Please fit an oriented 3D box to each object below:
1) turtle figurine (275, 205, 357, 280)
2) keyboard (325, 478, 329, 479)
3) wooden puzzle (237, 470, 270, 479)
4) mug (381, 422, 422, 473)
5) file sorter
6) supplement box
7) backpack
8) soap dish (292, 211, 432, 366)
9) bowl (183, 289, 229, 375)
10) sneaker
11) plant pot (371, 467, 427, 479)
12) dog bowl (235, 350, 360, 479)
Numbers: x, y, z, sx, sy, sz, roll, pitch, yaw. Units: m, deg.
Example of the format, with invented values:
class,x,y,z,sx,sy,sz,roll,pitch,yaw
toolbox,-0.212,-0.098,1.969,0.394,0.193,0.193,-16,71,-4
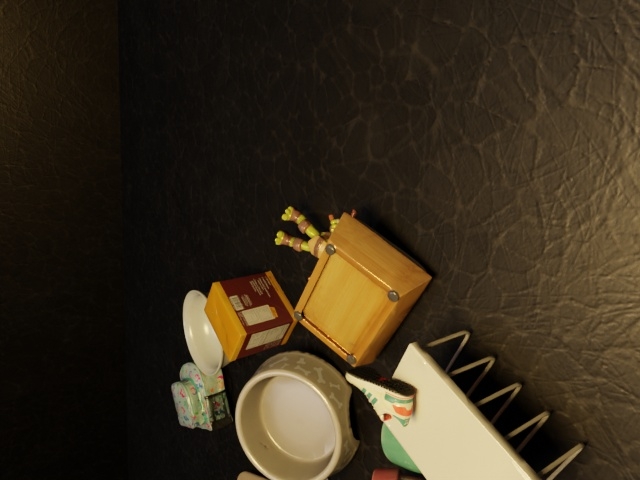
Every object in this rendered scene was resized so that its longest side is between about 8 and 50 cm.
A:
class,x,y,z,sx,sy,sz,roll,pitch,yaw
turtle figurine,0.000,0.000,1.235,0.217,0.087,0.270,33,128,24
keyboard,0.002,0.772,1.456,0.317,0.033,0.202,54,136,32
wooden puzzle,-0.158,0.972,1.681,0.322,0.080,0.348,-18,79,53
mug,0.213,0.408,1.029,0.097,0.157,0.130,-8,59,53
file sorter,0.269,0.323,0.881,0.278,0.173,0.193,48,134,36
supplement box,-0.203,0.214,1.466,0.191,0.194,0.129,55,137,30
backpack,-0.447,0.575,1.890,0.225,0.190,0.254,-18,78,54
soap dish,0.073,0.120,1.093,0.228,0.118,0.291,38,128,16
bowl,-0.356,0.305,1.740,0.297,0.134,0.298,14,108,51
sneaker,0.101,0.282,0.907,0.161,0.057,0.076,8,99,51
plant pot,0.196,0.547,0.969,0.180,0.201,0.202,-6,94,13
dog bowl,-0.070,0.473,1.312,0.348,0.102,0.349,2,95,24
